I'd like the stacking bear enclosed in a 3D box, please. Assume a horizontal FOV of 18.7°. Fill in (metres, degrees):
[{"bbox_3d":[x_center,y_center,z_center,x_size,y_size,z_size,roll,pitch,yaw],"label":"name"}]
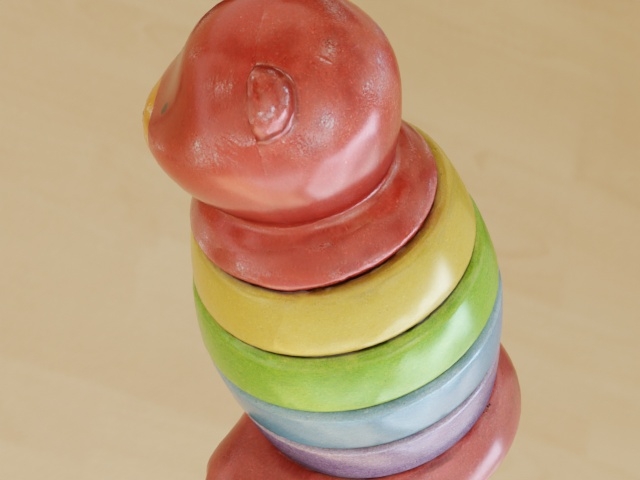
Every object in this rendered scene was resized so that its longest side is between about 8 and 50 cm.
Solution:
[{"bbox_3d":[0.000,0.000,0.943,0.289,0.164,0.175,72,26,-46],"label":"stacking bear"}]
